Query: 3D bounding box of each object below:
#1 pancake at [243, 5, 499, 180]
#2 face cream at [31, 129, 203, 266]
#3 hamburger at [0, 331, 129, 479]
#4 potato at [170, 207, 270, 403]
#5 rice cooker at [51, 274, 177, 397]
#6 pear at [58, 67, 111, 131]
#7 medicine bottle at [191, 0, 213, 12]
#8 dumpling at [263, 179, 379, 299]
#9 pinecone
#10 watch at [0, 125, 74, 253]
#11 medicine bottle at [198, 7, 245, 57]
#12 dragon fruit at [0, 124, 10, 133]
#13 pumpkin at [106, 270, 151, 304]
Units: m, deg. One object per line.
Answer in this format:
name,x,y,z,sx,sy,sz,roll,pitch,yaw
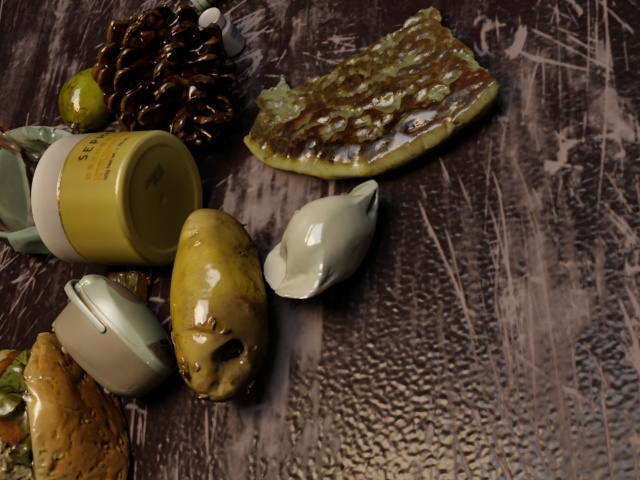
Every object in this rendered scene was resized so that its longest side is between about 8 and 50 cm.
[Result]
pancake,0.070,-0.211,1.552,0.427,0.067,0.304,-23,45,18
face cream,-0.323,-0.067,1.572,0.179,0.218,0.218,1,62,29
hamburger,-0.412,0.260,1.431,0.162,0.209,0.330,-33,53,9
potato,-0.145,0.089,1.405,0.140,0.173,0.300,-5,57,2
rice cooker,-0.311,0.145,1.469,0.206,0.145,0.127,40,92,11
pear,-0.442,-0.264,1.836,0.107,0.107,0.131,7,57,33
medicine bottle,-0.157,-0.524,1.857,0.218,0.074,0.074,-30,51,8
dumpling,0.000,0.000,1.418,0.151,0.124,0.229,-4,39,53
pinecone,-0.249,-0.267,1.657,0.243,0.243,0.257,-41,87,1
watch,-0.487,-0.096,1.715,0.241,0.162,0.253,-19,60,22
medicine bottle,-0.179,-0.377,1.764,0.052,0.089,0.052,-15,56,22
dragon fruit,-0.631,-0.149,1.882,0.138,0.175,0.142,11,37,23
pumpkin,-0.321,0.091,1.582,0.074,0.054,0.083,-5,68,29
